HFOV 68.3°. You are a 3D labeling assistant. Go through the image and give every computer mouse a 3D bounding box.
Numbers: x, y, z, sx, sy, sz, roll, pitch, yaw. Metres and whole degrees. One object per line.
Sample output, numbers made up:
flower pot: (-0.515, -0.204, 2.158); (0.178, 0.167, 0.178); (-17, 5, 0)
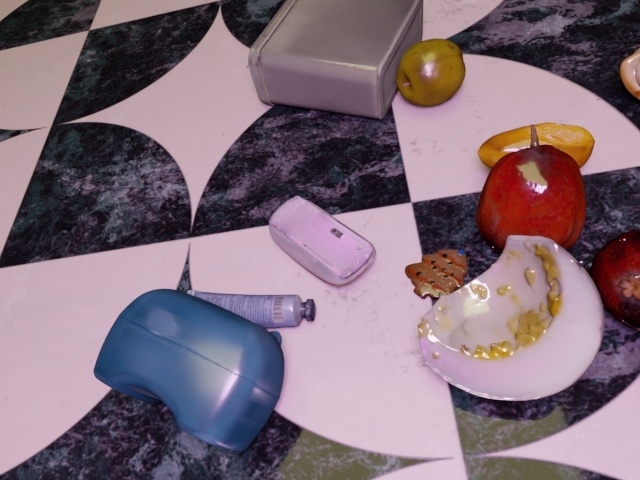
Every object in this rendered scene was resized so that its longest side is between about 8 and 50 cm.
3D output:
computer mouse: (0.000, 0.000, 0.962); (0.245, 0.056, 0.126); (35, 70, 30)

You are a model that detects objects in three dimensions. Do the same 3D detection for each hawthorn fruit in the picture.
hawthorn fruit: (0.375, -0.083, 0.835); (0.189, 0.251, 0.189); (-2, 30, 1)

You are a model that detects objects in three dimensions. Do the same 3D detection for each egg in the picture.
egg: (0.310, 0.123, 0.748); (0.206, 0.161, 0.271); (46, 114, 9)

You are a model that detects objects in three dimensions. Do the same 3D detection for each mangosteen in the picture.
mangosteen: (0.529, 0.056, 0.748); (0.180, 0.166, 0.166); (-24, 51, -34)

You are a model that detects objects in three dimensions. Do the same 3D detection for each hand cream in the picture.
hand cream: (-0.143, 0.135, 0.912); (0.271, 0.058, 0.091); (-4, 68, 15)

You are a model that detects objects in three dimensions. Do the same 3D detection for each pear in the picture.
pear: (0.262, -0.395, 1.107); (0.162, 0.149, 0.149); (-24, 55, -6)

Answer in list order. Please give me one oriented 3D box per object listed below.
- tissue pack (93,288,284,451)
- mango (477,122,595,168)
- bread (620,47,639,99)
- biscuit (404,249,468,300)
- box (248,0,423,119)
tissue pack: (-0.205, 0.198, 0.792); (0.287, 0.198, 0.206); (16, 68, 24)
mango: (0.419, -0.172, 0.933); (0.217, 0.102, 0.141); (-2, 32, -2)
bread: (0.791, -0.388, 0.992); (0.311, 0.121, 0.173); (-36, 60, -11)
biscuit: (0.227, 0.059, 0.891); (0.130, 0.019, 0.119); (-42, 58, -15)
box: (0.049, -0.494, 1.211); (0.343, 0.177, 0.352); (16, 61, 21)
